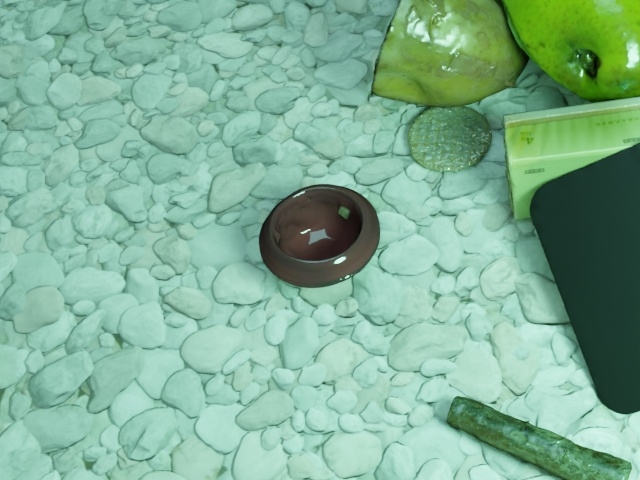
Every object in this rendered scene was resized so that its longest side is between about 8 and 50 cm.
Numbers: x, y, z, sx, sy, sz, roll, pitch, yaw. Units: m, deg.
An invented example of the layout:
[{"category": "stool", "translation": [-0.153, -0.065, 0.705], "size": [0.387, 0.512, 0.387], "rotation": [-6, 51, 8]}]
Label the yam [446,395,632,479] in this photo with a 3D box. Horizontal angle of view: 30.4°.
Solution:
[{"category": "yam", "translation": [0.304, 0.289, 1.666], "size": [0.274, 0.061, 0.061], "rotation": [21, 62, 26]}]

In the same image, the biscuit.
[{"category": "biscuit", "translation": [0.223, -0.178, 2.037], "size": [0.152, 0.020, 0.152], "rotation": [-5, 56, 8]}]

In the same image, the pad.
[{"category": "pad", "translation": [0.451, 0.066, 1.758], "size": [0.315, 0.063, 0.375], "rotation": [-23, 70, 18]}]

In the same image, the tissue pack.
[{"category": "tissue pack", "translation": [0.411, -0.128, 1.872], "size": [0.234, 0.159, 0.125], "rotation": [-6, 54, 9]}]

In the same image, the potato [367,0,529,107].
[{"category": "potato", "translation": [0.239, -0.335, 2.006], "size": [0.237, 0.300, 0.288], "rotation": [21, 59, 4]}]

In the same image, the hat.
[{"category": "hat", "translation": [0.000, 0.000, 1.922], "size": [0.206, 0.089, 0.205], "rotation": [-4, 53, 5]}]

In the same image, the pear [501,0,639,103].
[{"category": "pear", "translation": [0.473, -0.366, 1.900], "size": [0.343, 0.238, 0.318], "rotation": [21, 50, -21]}]
